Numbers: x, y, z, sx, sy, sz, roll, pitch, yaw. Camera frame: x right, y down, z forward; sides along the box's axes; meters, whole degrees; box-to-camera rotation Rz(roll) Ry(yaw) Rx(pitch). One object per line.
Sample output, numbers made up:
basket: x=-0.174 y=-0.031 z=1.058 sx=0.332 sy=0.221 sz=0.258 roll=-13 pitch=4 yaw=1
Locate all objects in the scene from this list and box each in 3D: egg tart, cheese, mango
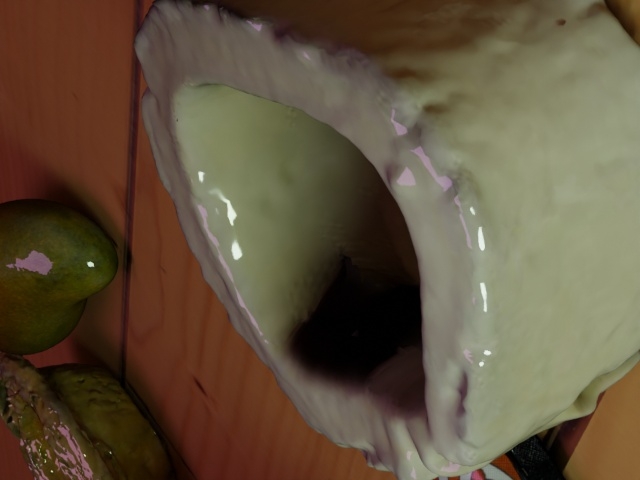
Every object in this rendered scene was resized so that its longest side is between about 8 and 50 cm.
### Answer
egg tart: x=-0.245 y=0.225 z=1.937 sx=0.288 sy=0.118 sz=0.288 roll=47 pitch=158 yaw=26
cheese: x=0.049 y=-0.024 z=0.988 sx=0.332 sy=0.153 sz=0.292 roll=18 pitch=132 yaw=61
mango: x=-0.289 y=0.030 z=1.806 sx=0.146 sy=0.129 sz=0.289 roll=56 pitch=151 yaw=7

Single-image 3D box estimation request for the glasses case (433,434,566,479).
glasses case: x=0.119 y=0.173 z=1.170 sx=0.267 sy=0.067 sz=0.103 roll=59 pitch=159 yaw=8
